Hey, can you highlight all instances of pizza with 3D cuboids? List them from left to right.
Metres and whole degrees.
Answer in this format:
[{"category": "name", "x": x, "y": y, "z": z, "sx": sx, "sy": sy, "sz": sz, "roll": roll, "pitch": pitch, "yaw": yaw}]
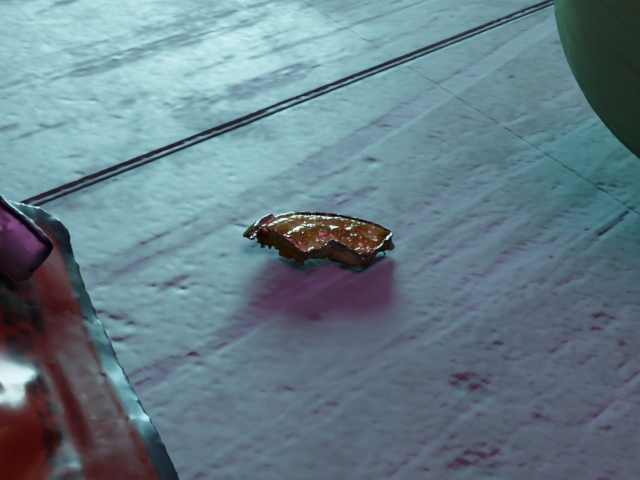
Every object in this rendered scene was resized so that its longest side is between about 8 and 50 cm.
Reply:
[{"category": "pizza", "x": 0.000, "y": 0.000, "z": 0.620, "sx": 0.083, "sy": 0.016, "sz": 0.037, "roll": 2, "pitch": 33, "yaw": -23}]

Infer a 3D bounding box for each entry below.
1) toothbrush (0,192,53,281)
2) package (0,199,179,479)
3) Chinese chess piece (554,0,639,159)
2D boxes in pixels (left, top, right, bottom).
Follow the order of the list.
[{"category": "toothbrush", "x": -0.246, "y": -0.107, "z": 0.518, "sx": 0.354, "sy": 0.024, "sz": 0.029, "roll": 41, "pitch": 4, "yaw": 1}, {"category": "package", "x": -0.192, "y": 0.041, "z": 0.445, "sx": 0.269, "sy": 0.071, "sz": 0.194, "roll": -2, "pitch": 50, "yaw": -28}, {"category": "Chinese chess piece", "x": 0.297, "y": -0.172, "z": 0.684, "sx": 0.349, "sy": 0.349, "sz": 0.146, "roll": -14, "pitch": 56, "yaw": -35}]
